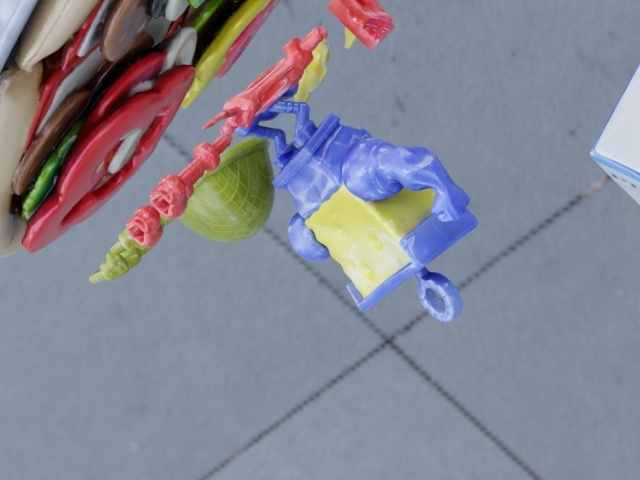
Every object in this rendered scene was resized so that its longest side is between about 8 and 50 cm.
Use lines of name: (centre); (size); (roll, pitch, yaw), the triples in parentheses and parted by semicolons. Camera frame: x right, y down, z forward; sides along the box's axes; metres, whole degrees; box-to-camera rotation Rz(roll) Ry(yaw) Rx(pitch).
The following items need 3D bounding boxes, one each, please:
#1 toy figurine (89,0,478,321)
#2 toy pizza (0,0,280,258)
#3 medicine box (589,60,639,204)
toy figurine: (0.000, 0.000, 1.166); (0.217, 0.191, 0.362); (44, 149, -1)
toy pizza: (-0.028, -0.071, 0.405); (0.032, 0.201, 0.201); (35, 118, 1)
medicine box: (0.431, -0.135, 1.627); (0.149, 0.289, 0.263); (28, 90, 29)
